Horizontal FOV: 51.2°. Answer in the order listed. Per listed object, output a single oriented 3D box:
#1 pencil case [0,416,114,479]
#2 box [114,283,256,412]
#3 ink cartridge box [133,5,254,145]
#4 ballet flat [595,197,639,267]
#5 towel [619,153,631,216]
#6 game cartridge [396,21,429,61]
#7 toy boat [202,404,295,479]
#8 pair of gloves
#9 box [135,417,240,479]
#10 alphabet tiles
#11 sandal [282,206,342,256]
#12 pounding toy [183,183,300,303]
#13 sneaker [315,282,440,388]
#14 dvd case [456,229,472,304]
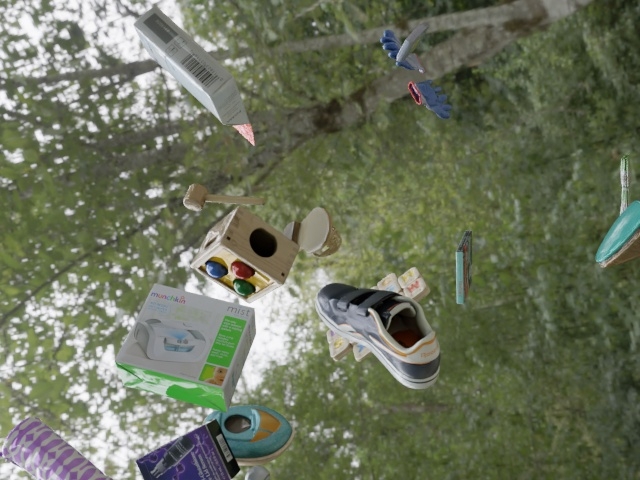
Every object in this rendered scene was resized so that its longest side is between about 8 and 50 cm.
[{"bbox_3d":[-0.449,0.387,1.136,0.088,0.206,0.086,-51,-17,-27],"label":"pencil case"},{"bbox_3d":[-0.309,0.252,1.586,0.126,0.262,0.231,94,-168,-51],"label":"box"},{"bbox_3d":[-0.336,-0.417,1.843,0.308,0.091,0.385,43,168,15],"label":"ink cartridge box"},{"bbox_3d":[0.712,-0.070,1.386,0.116,0.124,0.342,-67,1,-71],"label":"ballet flat"},{"bbox_3d":[0.765,-0.136,1.678,0.113,0.023,0.152,-23,-70,-61],"label":"towel"},{"bbox_3d":[0.171,-0.366,1.224,0.083,0.017,0.056,-50,-10,-38],"label":"game cartridge"},{"bbox_3d":[-0.190,0.576,1.847,0.318,0.268,0.148,-110,23,-52],"label":"toy boat"},{"bbox_3d":[0.187,-0.324,1.297,0.159,0.023,0.198,-5,-116,-59],"label":"pair of gloves"},{"bbox_3d":[-0.332,0.566,1.682,0.153,0.207,0.108,62,-178,8],"label":"box"},{"bbox_3d":[0.133,0.174,1.607,0.021,0.284,0.278,49,-170,-17],"label":"alphabet tiles"},{"bbox_3d":[0.001,-0.006,1.284,0.079,0.240,0.088,15,-101,-22],"label":"sandal"},{"bbox_3d":[-0.146,0.001,1.095,0.206,0.181,0.094,35,-125,-18],"label":"pounding toy"},{"bbox_3d":[0.114,0.149,1.329,0.126,0.321,0.127,-28,-45,-33],"label":"sneaker"},{"bbox_3d":[0.234,0.041,1.082,0.119,0.013,0.087,-42,-50,-63],"label":"dvd case"}]
